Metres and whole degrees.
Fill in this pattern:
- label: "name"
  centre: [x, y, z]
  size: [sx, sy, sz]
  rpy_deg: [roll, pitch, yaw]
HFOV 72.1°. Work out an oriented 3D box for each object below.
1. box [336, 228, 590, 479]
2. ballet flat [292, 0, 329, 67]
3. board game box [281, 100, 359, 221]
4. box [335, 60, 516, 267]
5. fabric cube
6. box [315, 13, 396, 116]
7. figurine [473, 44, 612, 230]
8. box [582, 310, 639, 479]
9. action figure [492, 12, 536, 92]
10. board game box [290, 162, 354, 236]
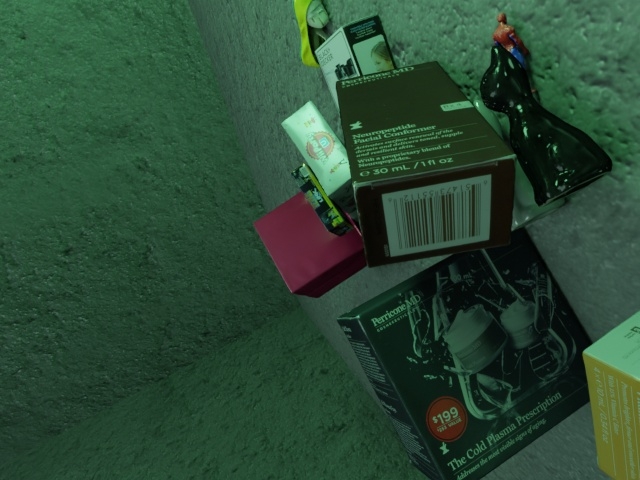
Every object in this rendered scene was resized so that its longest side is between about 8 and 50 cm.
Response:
- label: "box"
  centre: [0.259, 0.197, 0.793]
  size: [0.312, 0.344, 0.179]
  rpy_deg: [61, 167, 6]
- label: "ballet flat"
  centre: [-0.014, -0.519, 1.068]
  size: [0.077, 0.077, 0.230]
  rpy_deg: [34, 157, 20]
- label: "board game box"
  centre: [0.042, -0.190, 1.138]
  size: [0.223, 0.098, 0.303]
  rpy_deg: [58, -169, 16]
- label: "box"
  centre: [0.135, -0.141, 0.674]
  size: [0.381, 0.191, 0.143]
  rpy_deg: [-93, -8, -54]
- label: "fabric cube"
  centre: [0.000, 0.000, 1.360]
  size: [0.254, 0.258, 0.259]
  rpy_deg: [58, -171, 18]
- label: "box"
  centre: [0.103, -0.311, 0.964]
  size: [0.289, 0.087, 0.169]
  rpy_deg: [68, 165, -15]
- label: "figurine"
  centre: [0.278, -0.138, 0.628]
  size: [0.215, 0.093, 0.209]
  rpy_deg: [62, -177, -75]
- label: "box"
  centre: [0.482, 0.228, 0.435]
  size: [0.345, 0.169, 0.214]
  rpy_deg: [31, 144, 64]
- label: "action figure"
  centre: [0.267, -0.257, 0.611]
  size: [0.115, 0.030, 0.038]
  rpy_deg: [62, 162, -19]
- label: "board game box"
  centre: [0.007, -0.095, 1.075]
  size: [0.170, 0.048, 0.141]
  rpy_deg: [57, -172, 13]
